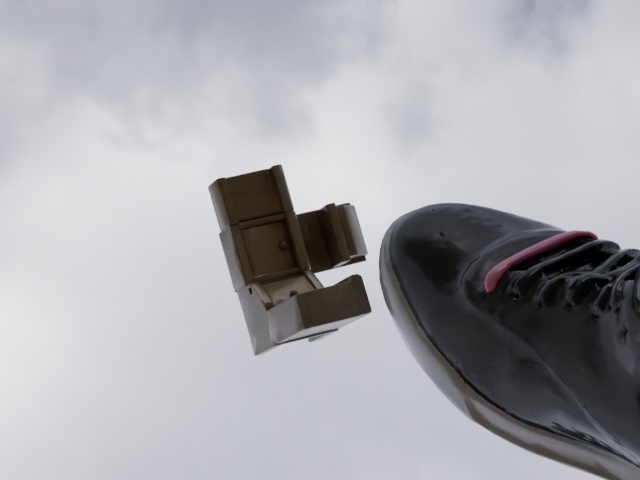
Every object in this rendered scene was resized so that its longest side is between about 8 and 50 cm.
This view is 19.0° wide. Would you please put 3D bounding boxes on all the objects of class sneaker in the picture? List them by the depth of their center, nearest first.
[{"bbox_3d":[0.125,0.019,0.683,0.104,0.296,0.147,-27,-49,-26],"label":"sneaker"}]

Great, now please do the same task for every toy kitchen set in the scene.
[{"bbox_3d":[0.000,0.000,0.871,0.068,0.075,0.083,-13,-97,-22],"label":"toy kitchen set"}]
